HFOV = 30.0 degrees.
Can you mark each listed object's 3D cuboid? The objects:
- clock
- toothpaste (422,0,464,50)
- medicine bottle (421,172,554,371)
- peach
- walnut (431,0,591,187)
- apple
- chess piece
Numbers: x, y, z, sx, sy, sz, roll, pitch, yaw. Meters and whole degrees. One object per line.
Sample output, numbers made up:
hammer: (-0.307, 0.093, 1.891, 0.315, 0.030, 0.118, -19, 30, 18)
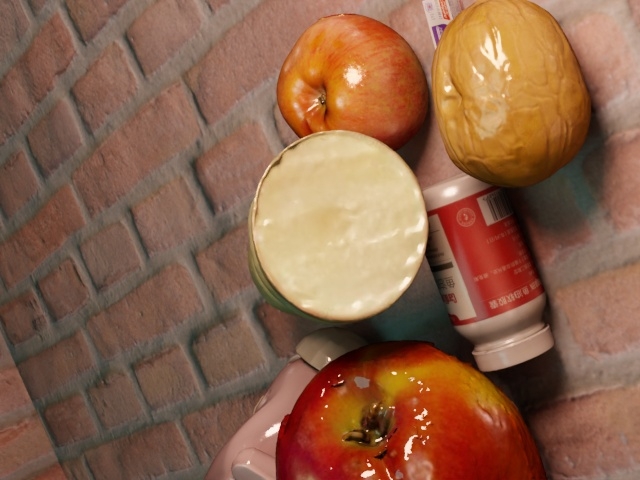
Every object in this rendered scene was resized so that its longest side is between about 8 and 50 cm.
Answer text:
clock: (-0.047, 0.322, 1.908, 0.184, 0.326, 0.342, 36, 140, -3)
toothpaste: (0.181, -0.222, 1.538, 0.047, 0.040, 0.196, -6, 104, 49)
medicine bottle: (0.212, 0.036, 1.561, 0.131, 0.131, 0.250, -17, 94, 55)
peach: (0.139, 0.317, 1.617, 0.339, 0.353, 0.416, -16, 137, 22)
walnut: (0.220, -0.173, 1.401, 0.193, 0.193, 0.226, -24, 79, 55)
apple: (0.040, -0.205, 1.624, 0.209, 0.164, 0.210, 25, 126, 40)
chess piece: (0.000, 0.000, 1.642, 0.442, 0.234, 0.234, 142, 103, -81)
